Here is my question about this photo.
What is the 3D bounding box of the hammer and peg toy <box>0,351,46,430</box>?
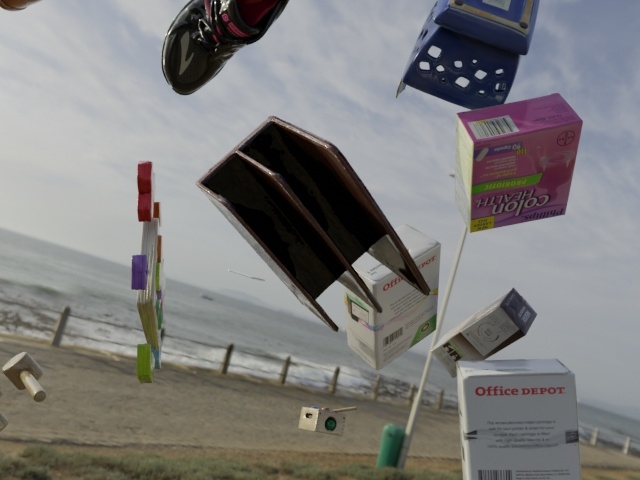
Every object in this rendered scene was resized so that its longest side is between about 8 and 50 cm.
[{"bbox_3d":[-0.669,0.315,1.000,0.266,0.361,0.127,-14,-66,47],"label":"hammer and peg toy"}]

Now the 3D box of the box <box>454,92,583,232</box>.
[{"bbox_3d":[0.402,-0.157,1.173,0.214,0.117,0.242,-11,-46,1],"label":"box"}]

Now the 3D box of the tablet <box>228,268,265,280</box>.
[{"bbox_3d":[-0.182,0.085,1.381,0.083,0.006,0.054,15,-3,34],"label":"tablet"}]

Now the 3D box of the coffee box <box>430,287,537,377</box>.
[{"bbox_3d":[0.432,0.245,1.483,0.098,0.246,0.141,51,36,8],"label":"coffee box"}]

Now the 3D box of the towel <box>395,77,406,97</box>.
[{"bbox_3d":[0.264,-0.500,1.786,0.009,0.060,0.083,33,-35,12],"label":"towel"}]

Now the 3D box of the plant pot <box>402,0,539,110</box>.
[{"bbox_3d":[0.337,-0.448,1.213,0.236,0.235,0.212,21,-29,2],"label":"plant pot"}]

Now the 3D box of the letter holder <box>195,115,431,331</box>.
[{"bbox_3d":[0.000,0.000,0.803,0.301,0.152,0.214,52,-10,-36],"label":"letter holder"}]

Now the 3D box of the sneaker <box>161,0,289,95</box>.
[{"bbox_3d":[-0.240,-0.554,1.402,0.185,0.483,0.202,38,24,-25],"label":"sneaker"}]

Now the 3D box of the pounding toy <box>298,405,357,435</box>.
[{"bbox_3d":[0.024,0.588,1.851,0.130,0.100,0.141,20,-21,-27],"label":"pounding toy"}]

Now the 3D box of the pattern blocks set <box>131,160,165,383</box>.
[{"bbox_3d":[-0.246,0.063,0.820,0.026,0.285,0.325,1,-20,-12],"label":"pattern blocks set"}]

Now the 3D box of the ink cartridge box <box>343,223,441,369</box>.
[{"bbox_3d":[0.165,0.129,1.290,0.117,0.202,0.278,35,-37,41],"label":"ink cartridge box"}]

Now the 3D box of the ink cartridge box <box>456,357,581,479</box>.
[{"bbox_3d":[0.387,0.387,1.106,0.211,0.288,0.121,-3,3,8],"label":"ink cartridge box"}]

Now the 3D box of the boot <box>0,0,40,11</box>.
[{"bbox_3d":[-0.521,-0.553,1.151,0.220,0.108,0.283,-4,26,15],"label":"boot"}]
